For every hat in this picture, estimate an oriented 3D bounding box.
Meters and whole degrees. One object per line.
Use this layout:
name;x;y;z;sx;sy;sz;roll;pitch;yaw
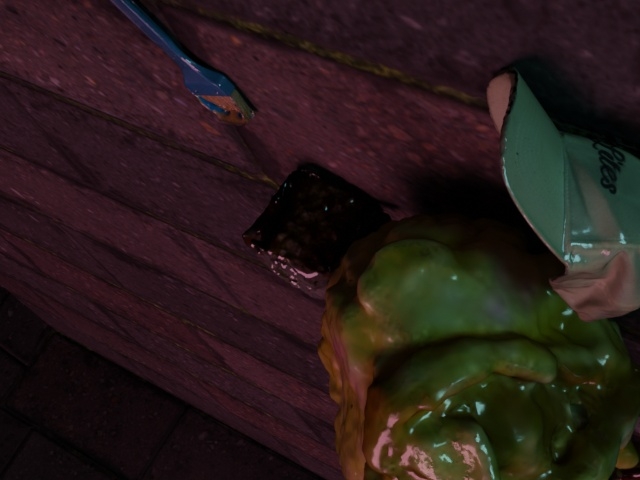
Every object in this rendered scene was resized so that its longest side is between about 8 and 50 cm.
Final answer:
hat;0.141;-0.026;0.609;0.166;0.081;0.122;55;-164;-20

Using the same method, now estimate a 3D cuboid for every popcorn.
popcorn;0.106;0.099;0.757;0.259;0.212;0.259;166;90;-77

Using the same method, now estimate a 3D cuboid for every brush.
brush;-0.109;-0.139;0.812;0.164;0.014;0.051;44;159;-32

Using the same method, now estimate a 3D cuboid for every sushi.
sushi;-0.001;-0.001;0.893;0.098;0.084;0.094;31;166;15

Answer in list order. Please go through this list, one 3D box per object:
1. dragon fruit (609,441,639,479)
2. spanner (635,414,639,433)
dragon fruit;0.300;0.255;0.819;0.302;0.231;0.237;30;169;3
spanner;0.283;0.161;0.959;0.302;0.017;0.071;37;163;-18
